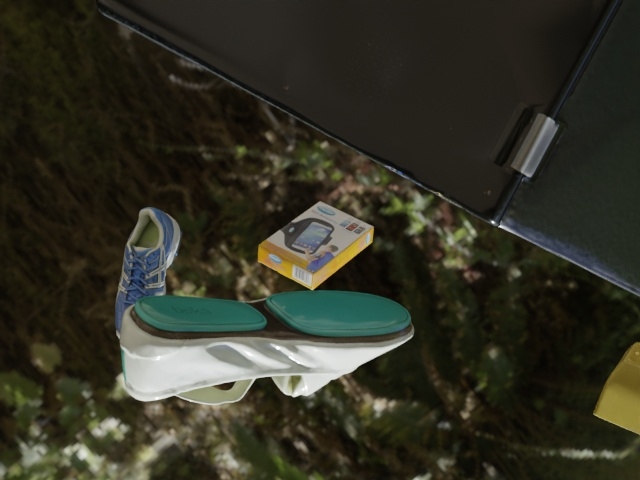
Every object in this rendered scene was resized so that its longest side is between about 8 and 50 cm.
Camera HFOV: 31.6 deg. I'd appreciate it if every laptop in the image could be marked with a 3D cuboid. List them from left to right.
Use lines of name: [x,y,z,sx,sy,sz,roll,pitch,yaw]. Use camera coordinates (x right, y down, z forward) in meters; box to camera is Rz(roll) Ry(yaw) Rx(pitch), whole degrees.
laptop: [0.164,-0.193,0.636,0.381,0.408,0.236,-62,160,6]

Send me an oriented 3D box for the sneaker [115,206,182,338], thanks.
sneaker: [-0.265,0.049,1.660,0.080,0.081,0.211,2,-112,14]

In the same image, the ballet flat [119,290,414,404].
ballet flat: [-0.068,0.135,1.402,0.400,0.139,0.139,1,170,-34]

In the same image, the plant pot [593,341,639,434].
plant pot: [0.386,0.172,1.357,0.082,0.083,0.081,22,-143,25]

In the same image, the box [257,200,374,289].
box: [0.000,0.000,1.324,0.081,0.028,0.136,26,-136,26]
